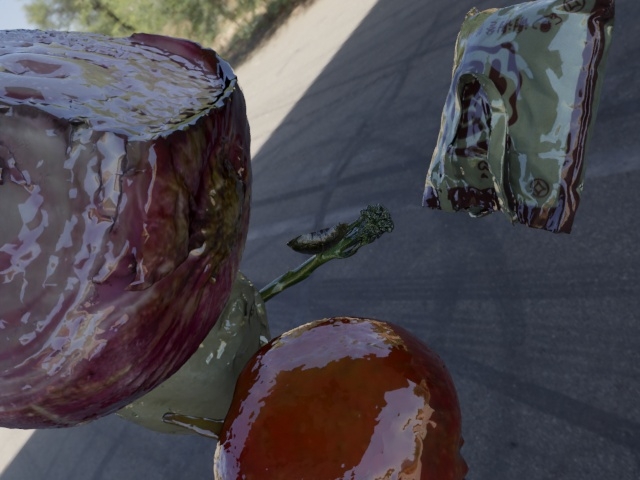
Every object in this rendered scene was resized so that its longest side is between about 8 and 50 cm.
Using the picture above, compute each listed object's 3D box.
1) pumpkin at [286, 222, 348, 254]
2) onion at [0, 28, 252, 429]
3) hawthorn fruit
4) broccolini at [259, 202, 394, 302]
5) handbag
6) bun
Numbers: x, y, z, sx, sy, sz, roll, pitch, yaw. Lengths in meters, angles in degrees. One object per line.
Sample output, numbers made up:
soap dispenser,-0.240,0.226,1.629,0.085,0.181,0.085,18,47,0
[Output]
pumpkin,0.000,0.001,0.800,0.083,0.028,0.050,-22,-7,-6
onion,-0.159,-0.011,0.420,0.273,0.230,0.256,19,30,33
hawthorn fruit,-0.006,0.218,0.688,0.287,0.331,0.286,-171,90,-86
broccolini,-0.028,0.044,1.276,0.392,0.074,0.079,-33,21,0
handbag,0.191,-0.134,0.640,0.213,0.127,0.234,22,102,62
bun,-0.230,0.099,0.884,0.234,0.362,0.326,-49,-17,8
